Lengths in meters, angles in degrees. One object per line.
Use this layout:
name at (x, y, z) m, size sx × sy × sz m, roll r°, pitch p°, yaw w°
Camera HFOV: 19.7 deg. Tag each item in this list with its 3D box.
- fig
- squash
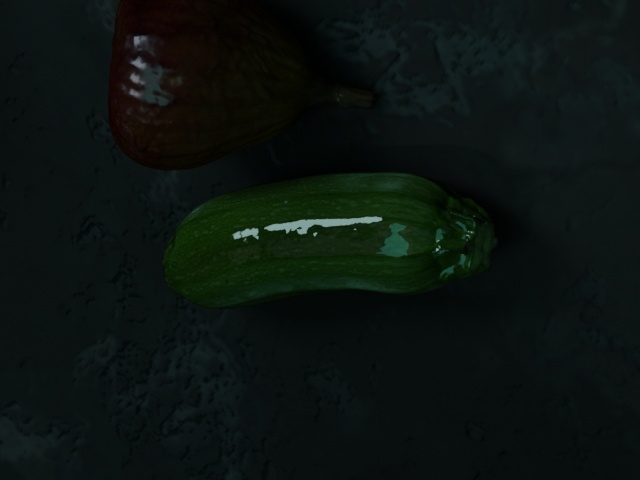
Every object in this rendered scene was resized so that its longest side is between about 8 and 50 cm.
fig at (-0.058, -0.095, 1.060) m, size 0.153 × 0.119 × 0.119 m, roll 7°, pitch 110°, yaw 25°
squash at (0.000, 0.000, 1.088) m, size 0.219 × 0.068 × 0.077 m, roll -3°, pitch 89°, yaw 30°
